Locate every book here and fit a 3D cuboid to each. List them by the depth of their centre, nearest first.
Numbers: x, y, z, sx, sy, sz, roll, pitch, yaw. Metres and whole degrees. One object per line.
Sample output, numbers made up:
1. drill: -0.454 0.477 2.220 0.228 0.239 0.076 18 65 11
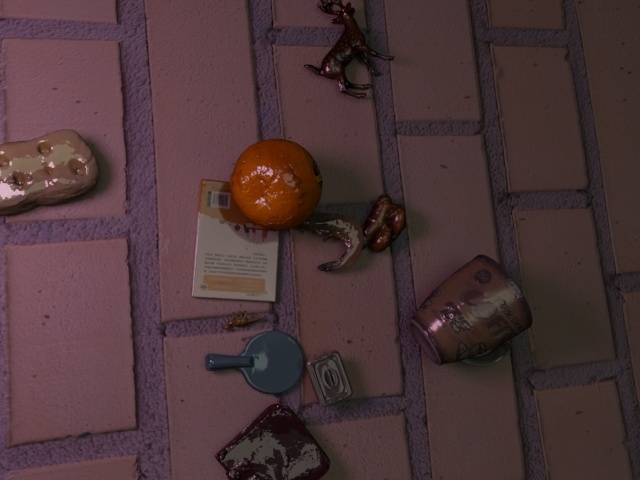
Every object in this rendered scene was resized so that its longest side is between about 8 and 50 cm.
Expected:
1. book: -0.205 0.001 1.577 0.208 0.020 0.295 6 80 -15

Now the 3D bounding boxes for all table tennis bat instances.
1. table tennis bat: -0.156 0.295 1.537 0.244 0.040 0.153 3 80 -19

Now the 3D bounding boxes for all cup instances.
1. cup: 0.380 0.222 1.637 0.257 0.227 0.301 -31 120 -5

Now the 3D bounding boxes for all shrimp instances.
1. shrimp: 0.000 0.000 1.618 0.219 0.046 0.152 13 86 -5

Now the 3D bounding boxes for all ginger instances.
1. ginger: 0.166 -0.034 1.664 0.103 0.073 0.162 29 87 7

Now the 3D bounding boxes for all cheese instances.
1. cheese: -0.643 -0.157 1.441 0.263 0.093 0.159 -17 88 -18

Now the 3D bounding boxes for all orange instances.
1. orange: -0.104 -0.133 1.511 0.219 0.193 0.219 0 106 0

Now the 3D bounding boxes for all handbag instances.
1. handbag: -0.111 0.520 1.495 0.216 0.074 0.203 -40 93 -16

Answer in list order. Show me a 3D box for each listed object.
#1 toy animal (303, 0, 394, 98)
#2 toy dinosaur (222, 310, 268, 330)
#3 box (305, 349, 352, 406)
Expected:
1. toy animal: 0.068 -0.534 1.706 0.260 0.087 0.243 38 72 -10
2. toy dinosaur: -0.187 0.189 1.548 0.113 0.026 0.041 -18 93 -9
3. box: 0.017 0.339 1.565 0.089 0.062 0.122 -18 86 -18
